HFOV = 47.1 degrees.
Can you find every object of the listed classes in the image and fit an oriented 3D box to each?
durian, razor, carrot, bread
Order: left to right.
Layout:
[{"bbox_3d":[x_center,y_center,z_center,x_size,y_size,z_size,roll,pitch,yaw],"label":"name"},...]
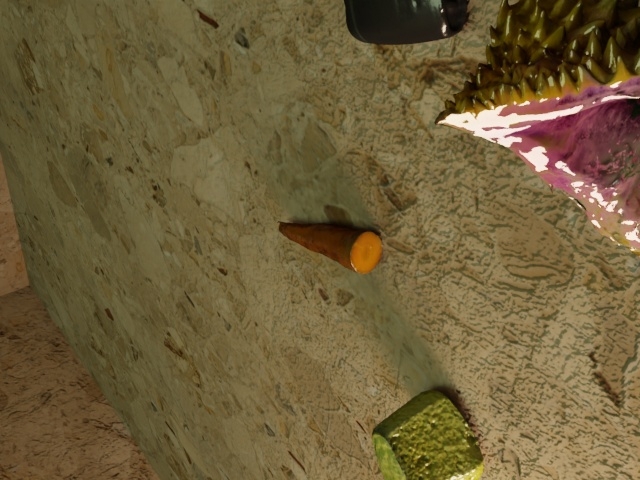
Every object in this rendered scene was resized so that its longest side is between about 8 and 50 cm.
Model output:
[{"bbox_3d":[0.000,0.000,1.031,0.224,0.057,0.057,15,122,56],"label":"carrot"},{"bbox_3d":[0.080,-0.244,0.744,0.148,0.054,0.090,20,129,51],"label":"razor"},{"bbox_3d":[0.134,0.269,0.945,0.129,0.114,0.111,60,155,17],"label":"bread"},{"bbox_3d":[0.236,-0.080,0.493,0.186,0.260,0.154,13,77,40],"label":"durian"}]
